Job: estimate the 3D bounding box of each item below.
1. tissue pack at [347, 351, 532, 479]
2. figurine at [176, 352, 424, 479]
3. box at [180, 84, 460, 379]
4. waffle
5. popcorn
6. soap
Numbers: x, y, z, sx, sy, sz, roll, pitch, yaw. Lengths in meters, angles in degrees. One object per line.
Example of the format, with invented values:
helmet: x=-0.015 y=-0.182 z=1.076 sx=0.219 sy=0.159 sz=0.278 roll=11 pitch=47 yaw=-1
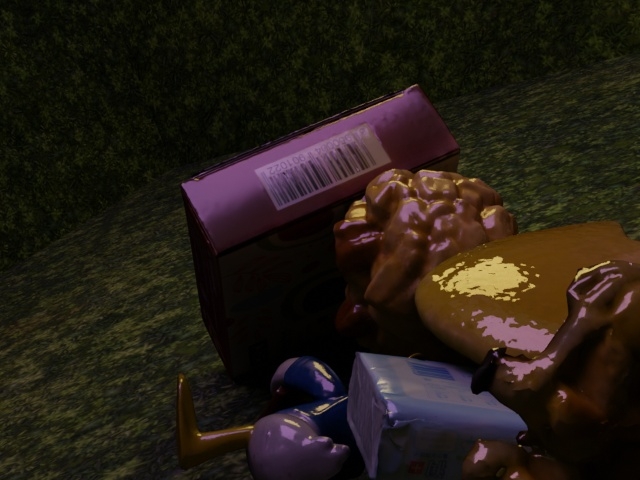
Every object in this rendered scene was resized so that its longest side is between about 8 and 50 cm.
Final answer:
tissue pack: x=0.164 y=0.177 z=1.125 sx=0.263 sy=0.089 sz=0.177 roll=10 pitch=12 yaw=-8
figurine: x=0.022 y=0.218 z=1.300 sx=0.338 sy=0.205 sz=0.283 roll=-5 pitch=3 yaw=-2
box: x=0.000 y=0.000 z=1.686 sx=0.344 sy=0.122 sz=0.385 roll=-24 pitch=-27 yaw=-13
waffle: x=0.248 y=0.131 z=0.834 sx=0.382 sy=0.380 sz=0.095 roll=-39 pitch=47 yaw=-17
popcorn: x=0.160 y=0.058 z=1.476 sx=0.332 sy=0.265 sz=0.225 roll=15 pitch=26 yaw=-17
soap: x=0.296 y=0.061 z=1.259 sx=0.427 sy=0.115 sz=0.306 roll=-12 pitch=30 yaw=-42
